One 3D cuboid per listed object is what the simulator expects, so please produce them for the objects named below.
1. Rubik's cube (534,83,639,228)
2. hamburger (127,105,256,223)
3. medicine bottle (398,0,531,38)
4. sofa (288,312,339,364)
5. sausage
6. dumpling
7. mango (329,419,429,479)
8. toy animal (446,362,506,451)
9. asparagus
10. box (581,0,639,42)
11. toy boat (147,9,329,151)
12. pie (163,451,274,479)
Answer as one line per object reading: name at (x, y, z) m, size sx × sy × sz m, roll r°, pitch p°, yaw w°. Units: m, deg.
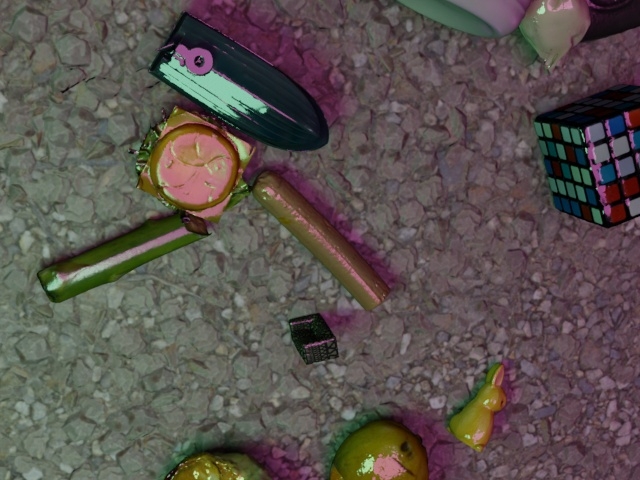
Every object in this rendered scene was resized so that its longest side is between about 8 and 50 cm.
Rubik's cube at (0.493, -0.145, 1.414) m, size 0.187 × 0.184 × 0.182 m, roll -21°, pitch 106°, yaw -8°
hamburger at (-0.195, -0.118, 1.313) m, size 0.189 × 0.093 × 0.164 m, roll 38°, pitch 94°, yaw -16°
medicine bottle at (0.239, -0.481, 1.249) m, size 0.241 × 0.241 × 0.302 m, roll 22°, pitch 97°, yaw -17°
sofa at (-0.013, 0.162, 1.406) m, size 0.060 × 0.118 × 0.039 m, roll -14°, pitch 108°, yaw -10°
sausage at (0.000, -0.001, 1.399) m, size 0.066 × 0.066 × 0.301 m, roll -43°, pitch 108°, yaw 0°
dumpling at (0.366, -0.369, 1.360) m, size 0.118 × 0.136 × 0.199 m, roll -7°, pitch 128°, yaw -1°
mango at (0.095, 0.440, 1.492) m, size 0.167 × 0.130 × 0.262 m, roll 8°, pitch 105°, yaw -9°
toy animal at (0.303, 0.299, 1.534) m, size 0.070 × 0.083 × 0.159 m, roll 32°, pitch 85°, yaw -25°
asparagus at (-0.311, 0.021, 1.337) m, size 0.278 × 0.060 × 0.067 m, roll -26°, pitch 97°, yaw -6°
box at (0.480, -0.450, 1.415) m, size 0.201 × 0.042 × 0.212 m, roll -19°, pitch 106°, yaw -6°
toy boat at (-0.113, -0.227, 1.291) m, size 0.296 × 0.122 × 0.114 m, roll 31°, pitch 96°, yaw -16°
pie at (-0.164, 0.511, 1.408) m, size 0.315 × 0.092 × 0.315 m, roll 0°, pitch 90°, yaw 24°
